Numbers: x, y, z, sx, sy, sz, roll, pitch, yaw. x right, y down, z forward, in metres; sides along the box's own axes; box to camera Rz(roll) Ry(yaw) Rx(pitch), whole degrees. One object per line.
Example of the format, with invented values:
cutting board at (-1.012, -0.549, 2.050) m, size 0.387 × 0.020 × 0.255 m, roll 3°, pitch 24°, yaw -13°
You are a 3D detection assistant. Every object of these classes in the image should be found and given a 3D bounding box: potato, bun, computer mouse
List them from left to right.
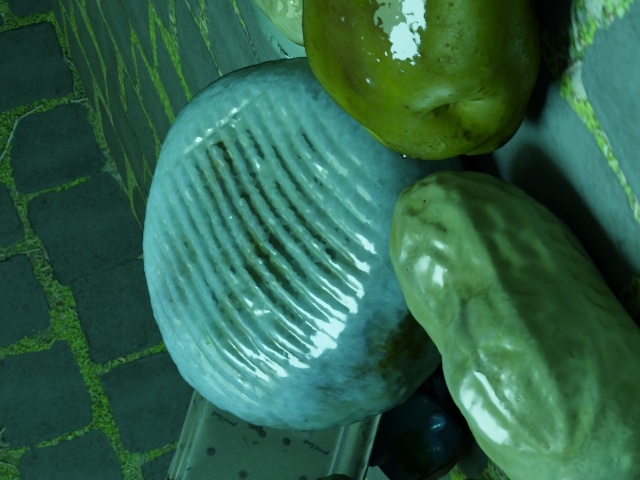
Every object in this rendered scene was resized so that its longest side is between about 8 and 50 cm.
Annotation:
computer mouse at (-0.041, -0.246, 1.673) m, size 0.089 × 0.056 × 0.181 m, roll 93°, pitch 154°, yaw -70°
bun at (0.000, 0.000, 1.390) m, size 0.362 × 0.211 × 0.361 m, roll 2°, pitch 92°, yaw 45°
potato at (0.069, -0.209, 1.062) m, size 0.195 × 0.177 × 0.369 m, roll -83°, pitch -7°, yaw -49°

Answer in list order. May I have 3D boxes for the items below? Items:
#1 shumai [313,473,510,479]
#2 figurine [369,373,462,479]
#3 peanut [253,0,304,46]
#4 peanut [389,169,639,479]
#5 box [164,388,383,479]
shumai at (0.095, 0.364, 1.393) m, size 0.324 × 0.323 × 0.397 m, roll 59°, pitch 151°, yaw 30°
figurine at (0.103, 0.212, 1.668) m, size 0.178 × 0.114 × 0.144 m, roll -110°, pitch -1°, yaw -62°
peanut at (-0.003, -0.232, 1.386) m, size 0.110 × 0.120 × 0.236 m, roll 53°, pitch 171°, yaw -26°
peanut at (0.150, 0.066, 1.128) m, size 0.152 × 0.152 × 0.313 m, roll 88°, pitch 161°, yaw -53°
box at (-0.035, 0.151, 1.625) m, size 0.225 × 0.190 × 0.297 m, roll 136°, pitch 152°, yaw -77°
